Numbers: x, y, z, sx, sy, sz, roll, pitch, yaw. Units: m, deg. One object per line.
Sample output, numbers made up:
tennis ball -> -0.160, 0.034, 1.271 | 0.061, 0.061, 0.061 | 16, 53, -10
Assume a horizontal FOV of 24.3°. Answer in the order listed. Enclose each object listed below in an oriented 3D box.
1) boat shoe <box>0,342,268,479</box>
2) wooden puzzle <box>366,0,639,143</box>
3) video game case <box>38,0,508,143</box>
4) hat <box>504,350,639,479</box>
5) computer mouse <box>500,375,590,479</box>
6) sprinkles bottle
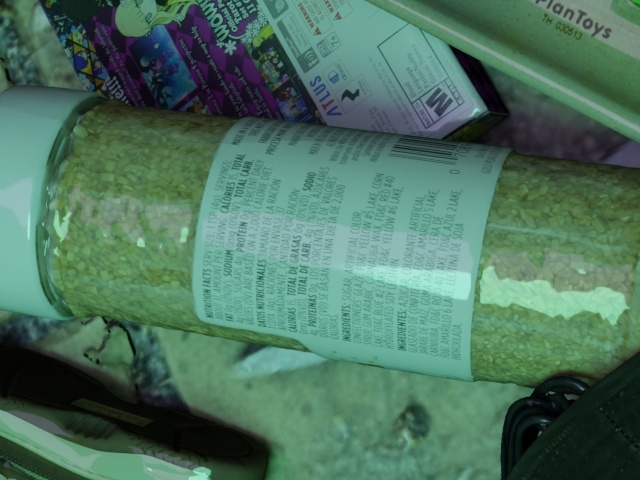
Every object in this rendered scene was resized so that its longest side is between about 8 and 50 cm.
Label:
boat shoe -> -0.158, 0.134, 0.888 | 0.258, 0.095, 0.095 | 18, 104, 27
wooden puzzle -> 0.174, -0.230, 0.695 | 0.322, 0.080, 0.347 | 30, 103, 17
video game case -> -0.036, -0.108, 0.851 | 0.210, 0.042, 0.232 | -36, 74, 23
hat -> 0.208, 0.152, 0.550 | 0.331, 0.134, 0.331 | -2, 71, 5
computer mouse -> 0.189, 0.182, 0.690 | 0.262, 0.060, 0.184 | 21, 131, 9
sprinkles bottle -> 0.000, 0.000, 0.743 | 0.356, 0.121, 0.121 | 8, 93, 15
